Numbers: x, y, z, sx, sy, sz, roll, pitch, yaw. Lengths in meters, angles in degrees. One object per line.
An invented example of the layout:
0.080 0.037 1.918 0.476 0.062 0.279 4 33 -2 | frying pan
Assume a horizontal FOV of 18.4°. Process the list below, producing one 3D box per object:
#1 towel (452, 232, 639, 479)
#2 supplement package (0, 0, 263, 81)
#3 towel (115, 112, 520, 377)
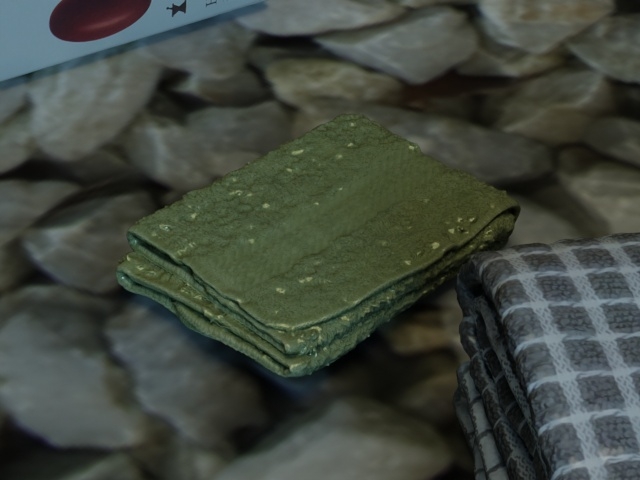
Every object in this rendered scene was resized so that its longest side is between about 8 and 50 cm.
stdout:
0.181 0.101 0.628 0.235 0.121 0.284 -5 40 -9 | towel
-0.143 -0.198 0.917 0.203 0.194 0.149 -21 44 -26 | supplement package
0.000 0.000 0.815 0.110 0.027 0.148 32 48 32 | towel
